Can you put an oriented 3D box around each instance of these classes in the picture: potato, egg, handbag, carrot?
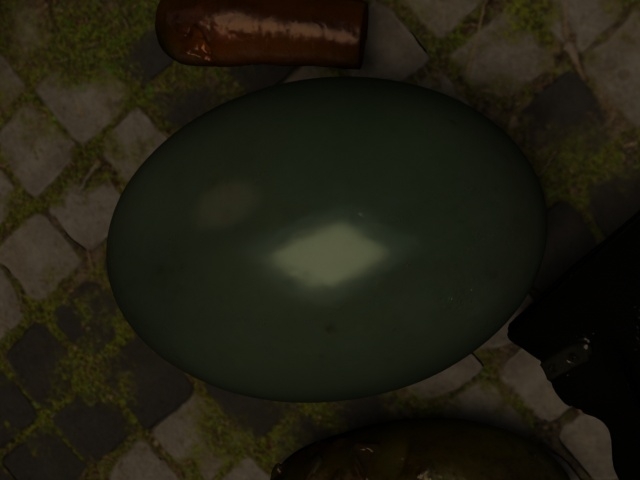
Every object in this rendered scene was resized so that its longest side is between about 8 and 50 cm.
[{"bbox_3d":[0.091,0.254,1.339,0.298,0.141,0.176,-6,112,20],"label":"potato"},{"bbox_3d":[0.000,0.000,1.220,0.389,0.276,0.276,-10,102,19],"label":"egg"},{"bbox_3d":[0.336,0.118,1.224,0.288,0.152,0.342,-30,91,35],"label":"handbag"},{"bbox_3d":[-0.051,-0.197,1.287,0.193,0.087,0.087,2,106,16],"label":"carrot"}]
